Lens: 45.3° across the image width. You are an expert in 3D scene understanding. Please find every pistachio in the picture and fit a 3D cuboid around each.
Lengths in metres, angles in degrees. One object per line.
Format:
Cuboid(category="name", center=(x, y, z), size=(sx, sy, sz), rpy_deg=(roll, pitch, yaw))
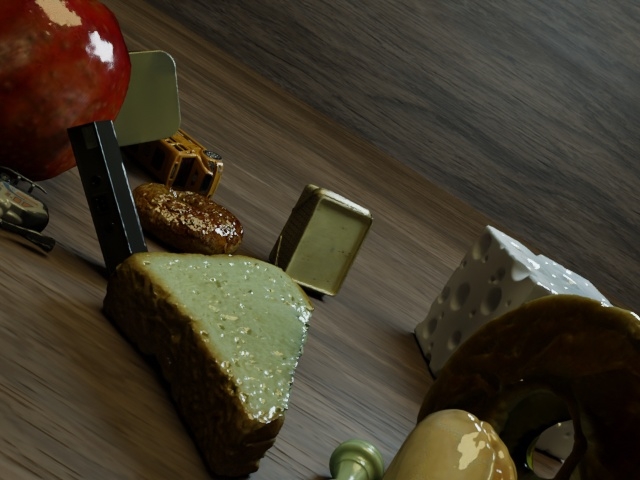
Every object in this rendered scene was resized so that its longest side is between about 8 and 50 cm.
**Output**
Cuboid(category="pistachio", center=(0.116, 0.260, 0.741), size=(0.117, 0.145, 0.200), rpy_deg=(42, 55, -21))

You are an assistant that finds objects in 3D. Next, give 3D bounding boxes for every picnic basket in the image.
Cuboid(category="picnic basket", center=(0.000, 0.000, 1.259), size=(0.115, 0.164, 0.079), rpy_deg=(24, 9, -27))

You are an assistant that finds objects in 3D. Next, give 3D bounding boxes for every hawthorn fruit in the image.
Cuboid(category="hawthorn fruit", center=(-0.365, -0.243, 0.984), size=(0.287, 0.330, 0.287), rpy_deg=(36, 5, -3))

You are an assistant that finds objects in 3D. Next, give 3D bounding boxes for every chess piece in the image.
Cuboid(category="chess piece", center=(0.015, 0.252, 0.754), size=(0.059, 0.059, 0.149), rpy_deg=(36, 23, 11))

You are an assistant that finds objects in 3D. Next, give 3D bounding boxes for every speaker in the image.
Cuboid(category="speaker", center=(-0.253, -0.047, 0.924), size=(0.040, 0.191, 0.046), rpy_deg=(-11, 9, 14))

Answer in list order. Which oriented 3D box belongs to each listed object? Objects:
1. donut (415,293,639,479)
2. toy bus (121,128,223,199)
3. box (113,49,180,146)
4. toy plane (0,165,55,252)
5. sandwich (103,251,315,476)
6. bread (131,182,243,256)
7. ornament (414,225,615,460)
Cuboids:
Cuboid(category="donut", center=(0.264, 0.227, 0.833), size=(0.160, 0.330, 0.330), rpy_deg=(30, 15, -32))
Cuboid(category="toy bus", center=(-0.261, -0.146, 1.343), size=(0.194, 0.083, 0.088), rpy_deg=(38, 26, 28))
Cuboid(category="box", center=(-0.337, -0.229, 1.230), size=(0.201, 0.145, 0.090), rpy_deg=(-17, 25, -32))
Cuboid(category="toy plane", center=(-0.393, -0.055, 0.894), size=(0.197, 0.053, 0.078), rpy_deg=(31, 25, -17))
Cuboid(category="sandwich", center=(-0.078, 0.124, 0.861), size=(0.254, 0.100, 0.288), rpy_deg=(13, 24, -47))
Cuboid(category="bread", center=(-0.200, -0.036, 1.171), size=(0.193, 0.064, 0.193), rpy_deg=(27, 15, -8))
Cuboid(category="ornament", center=(0.334, 0.162, 1.261), size=(0.239, 0.240, 0.240), rpy_deg=(26, 17, -16))
